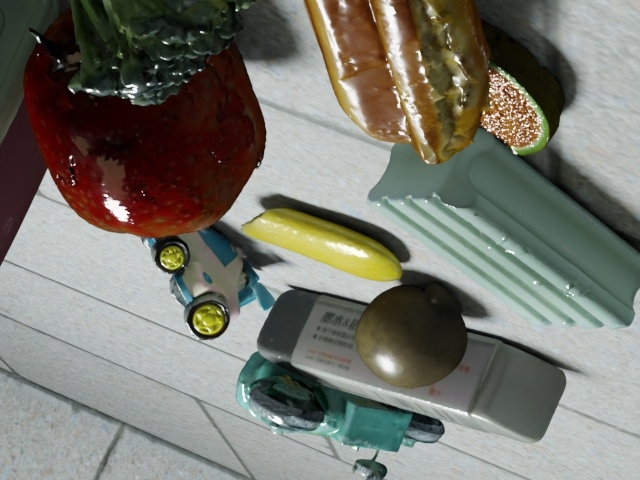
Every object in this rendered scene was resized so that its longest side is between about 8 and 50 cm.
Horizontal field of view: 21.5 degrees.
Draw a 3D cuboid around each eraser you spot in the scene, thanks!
[{"bbox_3d":[0.085,0.126,1.749,0.352,0.089,0.061,13,162,39],"label":"eraser"}]

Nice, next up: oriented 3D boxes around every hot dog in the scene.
[{"bbox_3d":[0.043,-0.140,0.996,0.115,0.072,0.269,37,161,28],"label":"hot dog"}]

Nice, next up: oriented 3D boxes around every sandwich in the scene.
[{"bbox_3d":[0.126,-0.098,1.112,0.067,0.029,0.135,17,159,33],"label":"sandwich"}]

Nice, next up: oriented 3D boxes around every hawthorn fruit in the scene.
[{"bbox_3d":[-0.139,-0.103,1.236,0.181,0.181,0.235,18,166,26],"label":"hawthorn fruit"}]

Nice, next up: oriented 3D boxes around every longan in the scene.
[{"bbox_3d":[0.092,0.088,1.627,0.106,0.106,0.119,30,121,-13],"label":"longan"}]

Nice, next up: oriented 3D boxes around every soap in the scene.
[{"bbox_3d":[0.147,-0.005,1.297,0.198,0.066,0.119,35,160,-27],"label":"soap"},{"bbox_3d":[0.000,0.000,1.590,0.168,0.033,0.089,20,160,19],"label":"soap"}]

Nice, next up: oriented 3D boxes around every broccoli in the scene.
[{"bbox_3d":[-0.180,-0.216,1.072,0.304,0.145,0.165,41,158,-5],"label":"broccoli"}]

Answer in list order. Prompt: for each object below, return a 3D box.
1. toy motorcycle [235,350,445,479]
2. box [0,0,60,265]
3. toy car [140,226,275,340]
[{"bbox_3d":[0.004,0.187,1.925,0.296,0.109,0.198,14,-171,-42],"label":"toy motorcycle"},{"bbox_3d":[-0.319,-0.092,1.375,0.193,0.294,0.167,23,174,16],"label":"box"},{"bbox_3d":[-0.126,0.017,1.779,0.161,0.098,0.126,65,173,-19],"label":"toy car"}]
